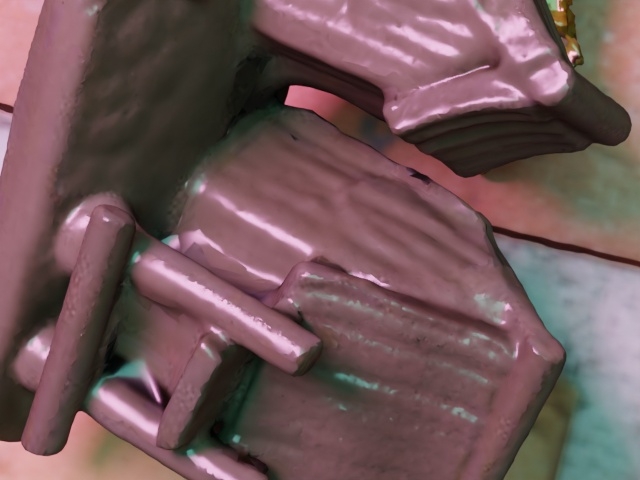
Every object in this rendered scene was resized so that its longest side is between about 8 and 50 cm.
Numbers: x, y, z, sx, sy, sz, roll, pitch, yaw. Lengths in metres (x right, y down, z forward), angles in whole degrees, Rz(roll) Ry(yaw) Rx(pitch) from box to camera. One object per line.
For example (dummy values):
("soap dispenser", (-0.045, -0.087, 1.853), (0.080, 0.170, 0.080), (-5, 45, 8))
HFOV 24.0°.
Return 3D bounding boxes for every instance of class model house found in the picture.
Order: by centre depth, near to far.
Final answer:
("model house", (-0.002, -0.003, 0.502), (0.188, 0.122, 0.229), (26, 108, 16))

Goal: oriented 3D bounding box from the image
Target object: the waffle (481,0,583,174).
("waffle", (0.111, -0.186, 0.572), (0.293, 0.069, 0.260), (-27, 78, 0))
